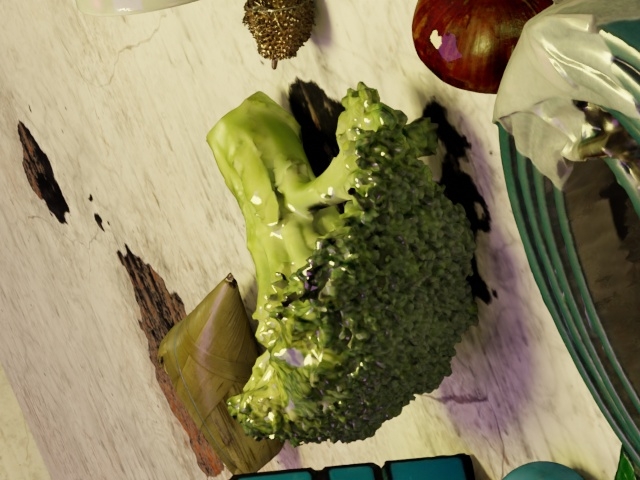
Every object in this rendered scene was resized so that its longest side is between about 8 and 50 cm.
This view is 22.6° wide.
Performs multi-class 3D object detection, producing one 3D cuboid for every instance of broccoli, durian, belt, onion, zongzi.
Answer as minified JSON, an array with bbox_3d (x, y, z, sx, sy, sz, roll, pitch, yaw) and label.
[{"bbox_3d":[-0.012,0.034,1.631,0.397,0.274,0.353,15,82,52],"label":"broccoli"},{"bbox_3d":[-0.043,-0.218,1.615,0.080,0.080,0.091,32,120,49],"label":"durian"},{"bbox_3d":[0.277,0.018,1.095,0.300,0.173,0.437,3,116,66],"label":"belt"},{"bbox_3d":[0.128,-0.172,1.290,0.117,0.118,0.119,45,150,44],"label":"onion"},{"bbox_3d":[-0.102,0.176,2.097,0.228,0.115,0.256,57,145,9],"label":"zongzi"}]

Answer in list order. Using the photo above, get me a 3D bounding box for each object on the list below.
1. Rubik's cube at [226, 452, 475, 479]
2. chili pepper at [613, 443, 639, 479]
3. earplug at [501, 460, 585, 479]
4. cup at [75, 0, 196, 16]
[{"bbox_3d":[0.038,0.427,1.730,0.294,0.288,0.283,90,171,-47],"label":"Rubik's cube"},{"bbox_3d":[0.284,0.222,1.345,0.099,0.136,0.270,9,142,10],"label":"chili pepper"},{"bbox_3d":[0.236,0.343,1.554,0.132,0.132,0.273,8,117,61],"label":"earplug"},{"bbox_3d":[-0.177,-0.399,1.543,0.212,0.212,0.317,22,132,56],"label":"cup"}]
